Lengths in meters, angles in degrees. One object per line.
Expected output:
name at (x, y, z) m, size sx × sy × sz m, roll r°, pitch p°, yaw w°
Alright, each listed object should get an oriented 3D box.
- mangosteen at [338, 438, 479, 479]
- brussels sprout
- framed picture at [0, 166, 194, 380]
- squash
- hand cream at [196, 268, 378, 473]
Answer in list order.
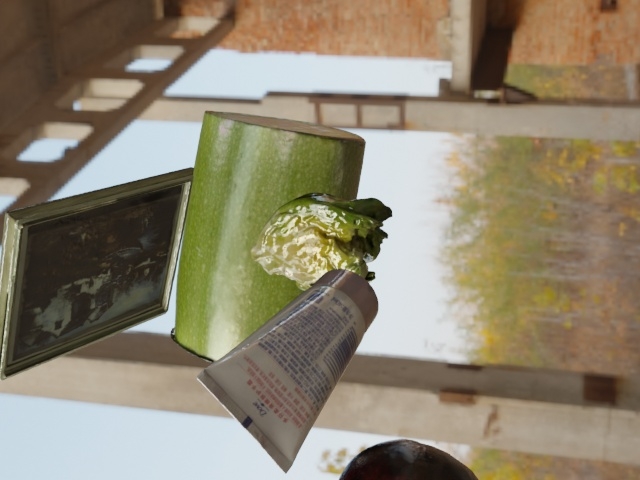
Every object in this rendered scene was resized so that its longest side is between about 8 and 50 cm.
mangosteen at (0.082, 0.265, 0.931) m, size 0.152 × 0.153 × 0.152 m, roll 4°, pitch -90°, yaw -77°
brussels sprout at (0.000, -0.002, 1.265) m, size 0.100 × 0.181 × 0.139 m, roll -54°, pitch -55°, yaw -40°
framed picture at (-0.272, 0.039, 1.215) m, size 0.296 × 0.019 × 0.232 m, roll -22°, pitch -47°, yaw -50°
squash at (-0.087, 0.003, 1.546) m, size 0.263 × 0.263 × 0.384 m, roll -26°, pitch -52°, yaw -75°
hand cream at (-0.021, 0.129, 1.071) m, size 0.083 × 0.133 × 0.248 m, roll -41°, pitch 2°, yaw 42°
